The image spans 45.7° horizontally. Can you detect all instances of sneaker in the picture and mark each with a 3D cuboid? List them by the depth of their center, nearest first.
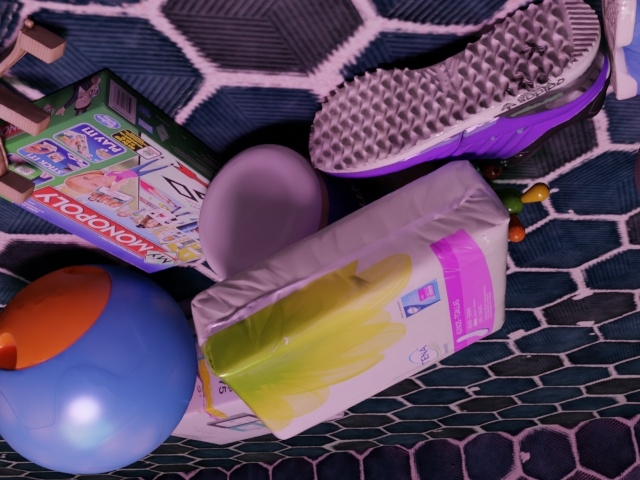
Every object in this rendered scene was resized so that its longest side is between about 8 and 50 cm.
[{"bbox_3d":[0.290,-0.181,0.647,0.084,0.058,0.152,-14,149,17],"label":"sneaker"},{"bbox_3d":[0.135,-0.109,0.729,0.293,0.102,0.146,-17,151,27],"label":"sneaker"}]

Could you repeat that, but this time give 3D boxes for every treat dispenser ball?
[{"bbox_3d":[-0.317,0.176,1.059,0.288,0.288,0.288,-2,154,-1],"label":"treat dispenser ball"}]

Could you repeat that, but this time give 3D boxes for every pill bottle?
[{"bbox_3d":[0.000,0.000,0.870,0.153,0.153,0.265,-18,158,29],"label":"pill bottle"}]

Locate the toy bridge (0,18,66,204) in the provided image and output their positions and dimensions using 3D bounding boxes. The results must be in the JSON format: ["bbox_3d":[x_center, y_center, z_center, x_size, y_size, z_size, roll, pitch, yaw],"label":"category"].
[{"bbox_3d":[-0.280,-0.120,0.694,0.063,0.026,0.188,29,127,0],"label":"toy bridge"}]

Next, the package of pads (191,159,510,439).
[{"bbox_3d":[0.043,0.072,0.761,0.296,0.101,0.229,-27,149,-4],"label":"package of pads"}]

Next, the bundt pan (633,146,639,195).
[{"bbox_3d":[0.422,-0.111,0.662,0.331,0.124,0.331,-21,156,-10],"label":"bundt pan"}]

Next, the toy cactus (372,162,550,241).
[{"bbox_3d":[0.146,-0.052,0.871,0.180,0.112,0.219,15,159,-13],"label":"toy cactus"}]

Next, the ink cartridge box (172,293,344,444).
[{"bbox_3d":[-0.127,0.199,1.229,0.270,0.198,0.197,-21,148,32],"label":"ink cartridge box"}]

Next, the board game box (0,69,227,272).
[{"bbox_3d":[-0.215,-0.058,0.865,0.213,0.046,0.317,-16,151,24],"label":"board game box"}]
